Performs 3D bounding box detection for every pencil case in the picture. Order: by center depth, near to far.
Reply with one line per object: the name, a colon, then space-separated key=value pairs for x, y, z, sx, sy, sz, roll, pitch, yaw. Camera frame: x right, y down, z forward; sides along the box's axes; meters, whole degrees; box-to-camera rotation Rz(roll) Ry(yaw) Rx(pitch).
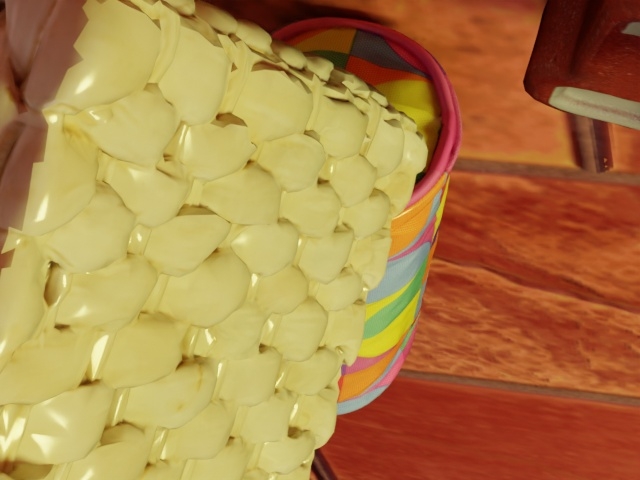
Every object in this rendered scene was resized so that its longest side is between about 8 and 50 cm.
pencil case: x=0.000 y=0.000 z=0.759 sx=0.104 sy=0.104 sz=0.236 roll=13 pitch=154 yaw=2

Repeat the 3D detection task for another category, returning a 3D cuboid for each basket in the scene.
basket: x=-0.163 y=0.048 z=0.513 sx=0.266 sy=0.328 sz=0.331 roll=19 pitch=-178 yaw=16

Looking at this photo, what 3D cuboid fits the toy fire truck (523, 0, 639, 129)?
toy fire truck: x=0.218 y=-0.041 z=0.521 sx=0.302 sy=0.169 sz=0.254 roll=13 pitch=179 yaw=3
